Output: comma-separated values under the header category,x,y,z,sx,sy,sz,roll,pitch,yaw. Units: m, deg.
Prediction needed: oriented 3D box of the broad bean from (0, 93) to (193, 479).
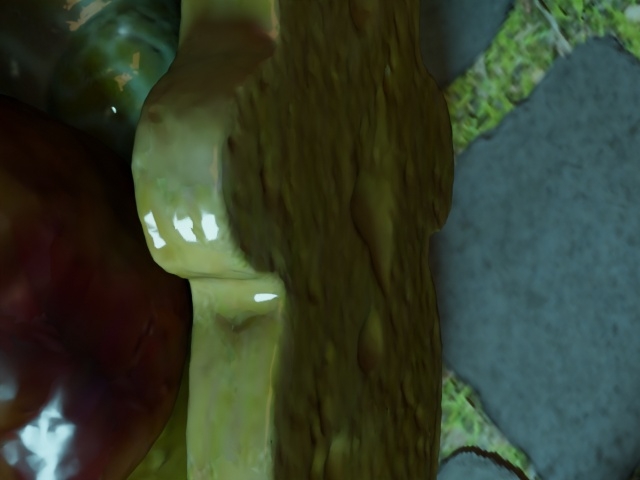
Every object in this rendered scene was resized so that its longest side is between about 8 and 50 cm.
category,x,y,z,sx,sy,sz,roll,pitch,yaw
broad bean,-0.123,0.040,0.534,0.156,0.122,0.228,-42,121,-29

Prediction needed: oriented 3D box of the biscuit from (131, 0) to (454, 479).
category,x,y,z,sx,sy,sz,roll,pitch,yaw
biscuit,-0.003,0.000,0.590,0.275,0.052,0.354,-21,110,-66

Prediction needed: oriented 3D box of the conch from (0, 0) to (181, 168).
category,x,y,z,sx,sy,sz,roll,pitch,yaw
conch,-0.098,-0.105,0.596,0.116,0.106,0.173,38,53,-33
